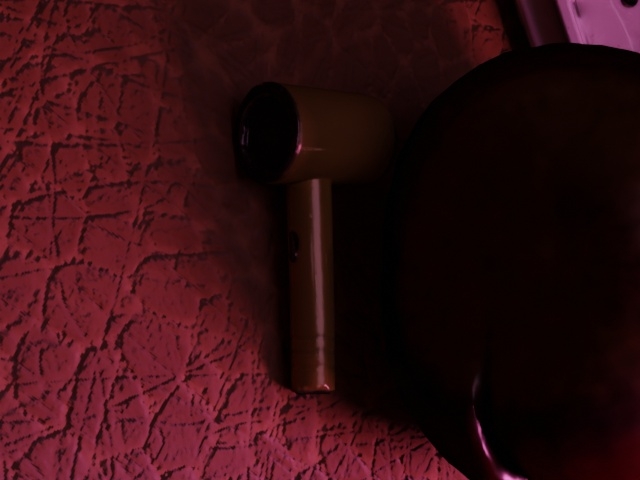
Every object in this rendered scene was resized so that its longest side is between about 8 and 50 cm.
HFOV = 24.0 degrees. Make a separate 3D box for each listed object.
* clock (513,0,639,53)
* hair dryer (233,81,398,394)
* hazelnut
[{"bbox_3d":[0.342,-0.215,1.606,0.116,0.231,0.262,-47,118,-80],"label":"clock"},{"bbox_3d":[0.000,0.000,1.370,0.135,0.090,0.279,2,86,-44],"label":"hair dryer"},{"bbox_3d":[0.253,0.028,1.384,0.402,0.402,0.429,4,71,-41],"label":"hazelnut"}]
